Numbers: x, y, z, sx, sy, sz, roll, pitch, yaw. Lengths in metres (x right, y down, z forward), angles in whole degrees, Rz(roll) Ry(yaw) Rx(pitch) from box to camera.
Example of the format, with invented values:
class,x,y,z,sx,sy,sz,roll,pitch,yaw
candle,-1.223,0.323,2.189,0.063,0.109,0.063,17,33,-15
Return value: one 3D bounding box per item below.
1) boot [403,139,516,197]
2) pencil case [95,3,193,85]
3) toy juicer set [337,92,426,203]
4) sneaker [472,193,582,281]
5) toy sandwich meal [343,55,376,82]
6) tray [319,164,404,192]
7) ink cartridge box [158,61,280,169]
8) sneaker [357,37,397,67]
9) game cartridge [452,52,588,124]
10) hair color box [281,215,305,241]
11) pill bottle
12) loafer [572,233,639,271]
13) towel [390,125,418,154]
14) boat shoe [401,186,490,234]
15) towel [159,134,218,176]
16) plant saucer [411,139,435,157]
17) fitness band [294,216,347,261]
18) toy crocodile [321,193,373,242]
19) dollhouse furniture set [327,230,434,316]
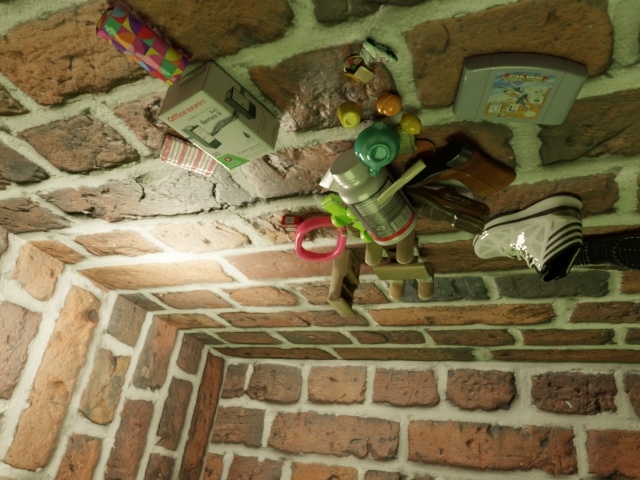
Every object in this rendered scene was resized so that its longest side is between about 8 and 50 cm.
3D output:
class,x,y,z,sx,sy,sz,roll,pitch,yaw
boot,0.436,-0.204,1.686,0.280,0.096,0.264,18,142,-36
pencil case,-0.456,-0.507,1.369,0.104,0.104,0.236,-17,144,40
toy juicer set,0.201,-0.285,1.540,0.209,0.089,0.329,-22,122,13
sneaker,0.706,0.035,1.847,0.169,0.257,0.447,22,150,-22
toy sandwich meal,0.100,-0.446,1.380,0.085,0.029,0.085,7,152,4
tray,0.142,-0.183,1.855,0.270,0.030,0.145,16,152,-13
ink cartridge box,-0.296,-0.358,1.563,0.211,0.121,0.289,-16,143,38
sneaker,0.140,-0.458,1.330,0.098,0.038,0.069,27,137,-12
game cartridge,0.504,-0.386,1.349,0.297,0.062,0.198,6,156,6
hair color box,-0.110,-0.047,2.167,0.072,0.043,0.141,0,152,13
pill bottle,0.171,-0.147,1.728,0.176,0.176,0.318,-14,129,37
loafer,1.079,0.044,1.923,0.366,0.134,0.130,3,176,32
towel,0.214,-0.302,1.603,0.148,0.027,0.110,-2,145,24
boat shoe,0.424,-0.126,1.803,0.307,0.104,0.111,26,161,4
towel,-0.451,-0.293,1.834,0.197,0.029,0.144,17,151,-19
plant saucer,0.313,-0.284,1.633,0.083,0.013,0.083,8,152,4
fitness band,0.000,0.000,2.159,0.209,0.054,0.291,-1,149,-8
toy crocodile,0.154,-0.084,1.976,0.340,0.105,0.115,27,148,-22
dollhouse furniture set,0.255,0.169,2.233,0.394,0.256,0.362,-4,149,23
